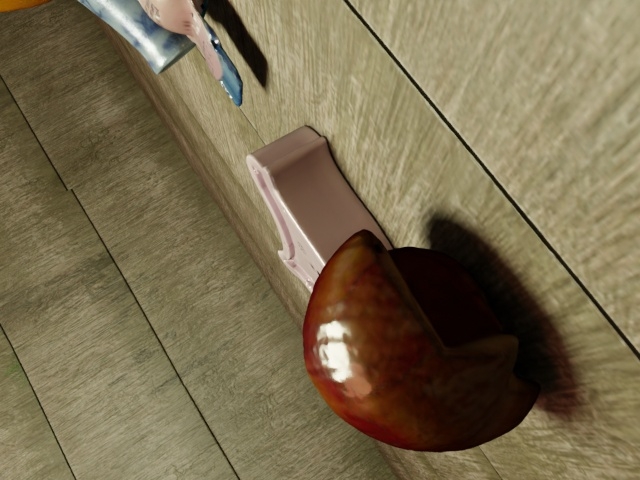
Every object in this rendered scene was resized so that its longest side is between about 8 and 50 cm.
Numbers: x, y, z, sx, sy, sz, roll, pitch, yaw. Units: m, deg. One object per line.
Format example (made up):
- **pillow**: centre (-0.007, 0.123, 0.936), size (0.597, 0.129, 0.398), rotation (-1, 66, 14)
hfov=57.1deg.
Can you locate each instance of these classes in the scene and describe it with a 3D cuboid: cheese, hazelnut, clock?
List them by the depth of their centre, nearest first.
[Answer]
- **hazelnut**: centre (0.083, 0.089, 0.498), size (0.201, 0.160, 0.170), rotation (22, -161, -23)
- **cheese**: centre (-0.171, -0.291, 0.706), size (0.286, 0.074, 0.189), rotation (58, 170, 4)
- **clock**: centre (0.000, 0.000, 0.758), size (0.275, 0.080, 0.290), rotation (60, 168, -9)

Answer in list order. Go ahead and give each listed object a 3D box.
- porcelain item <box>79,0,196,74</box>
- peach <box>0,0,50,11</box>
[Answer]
- **porcelain item**: centre (-0.298, -0.380, 0.880), size (0.259, 0.141, 0.141), rotation (53, 171, -17)
- **peach**: centre (-0.356, -0.403, 0.583), size (0.343, 0.301, 0.343), rotation (163, 90, -76)
